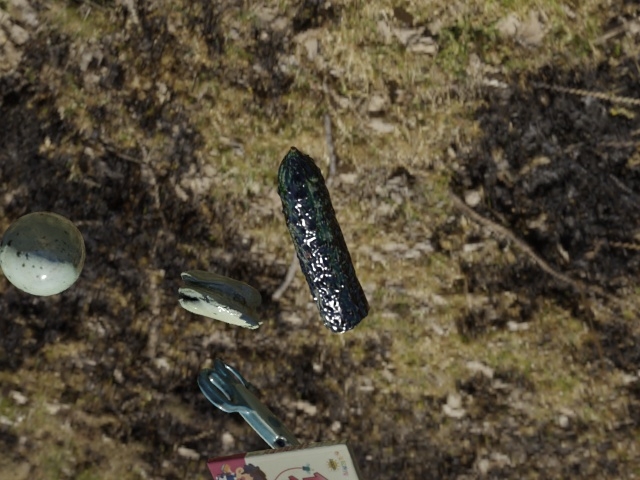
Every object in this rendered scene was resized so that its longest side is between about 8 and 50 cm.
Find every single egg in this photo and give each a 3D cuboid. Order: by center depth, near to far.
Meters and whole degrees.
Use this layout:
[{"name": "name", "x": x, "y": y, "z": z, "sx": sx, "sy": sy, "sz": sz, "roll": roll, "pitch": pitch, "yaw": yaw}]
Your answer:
[{"name": "egg", "x": -0.415, "y": 0.023, "z": 1.313, "sx": 0.131, "sy": 0.164, "sz": 0.131, "roll": -10, "pitch": 110, "yaw": -28}]

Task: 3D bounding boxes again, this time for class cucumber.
[{"name": "cucumber", "x": -0.001, "y": -0.001, "z": 1.115, "sx": 0.072, "sy": 0.072, "sz": 0.300, "roll": -9, "pitch": 127, "yaw": 12}]

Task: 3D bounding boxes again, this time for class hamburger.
[{"name": "hamburger", "x": -0.160, "y": 0.094, "z": 1.376, "sx": 0.140, "sy": 0.062, "sz": 0.133, "roll": 7, "pitch": 160, "yaw": 29}]

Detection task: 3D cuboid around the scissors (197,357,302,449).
[{"name": "scissors", "x": -0.097, "y": 0.320, "z": 1.521, "sx": 0.289, "sy": 0.138, "sz": 0.041, "roll": 43, "pitch": 105, "yaw": 5}]

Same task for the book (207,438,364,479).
[{"name": "book", "x": -0.039, "y": 0.375, "z": 1.270, "sx": 0.232, "sy": 0.022, "sz": 0.162, "roll": -13, "pitch": 107, "yaw": 24}]
